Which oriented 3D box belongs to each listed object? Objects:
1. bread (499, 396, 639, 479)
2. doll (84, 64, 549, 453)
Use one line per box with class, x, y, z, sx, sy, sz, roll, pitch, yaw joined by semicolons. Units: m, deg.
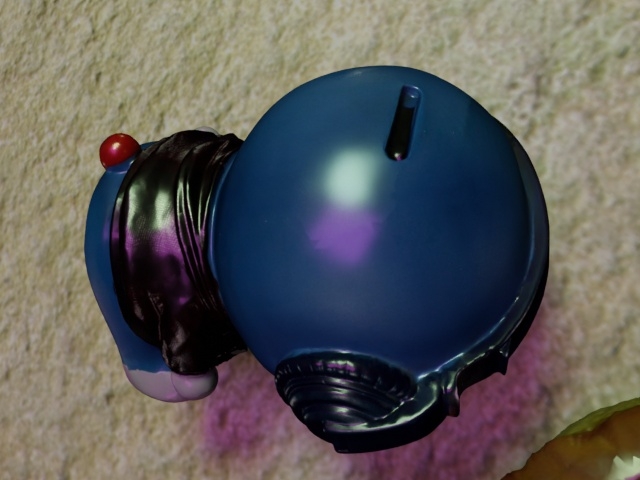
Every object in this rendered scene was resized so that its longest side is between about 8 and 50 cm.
bread;0.228;0.218;0.353;0.269;0.148;0.270;-3;82;23
doll;0.000;0.000;0.433;0.309;0.240;0.284;3;55;18
